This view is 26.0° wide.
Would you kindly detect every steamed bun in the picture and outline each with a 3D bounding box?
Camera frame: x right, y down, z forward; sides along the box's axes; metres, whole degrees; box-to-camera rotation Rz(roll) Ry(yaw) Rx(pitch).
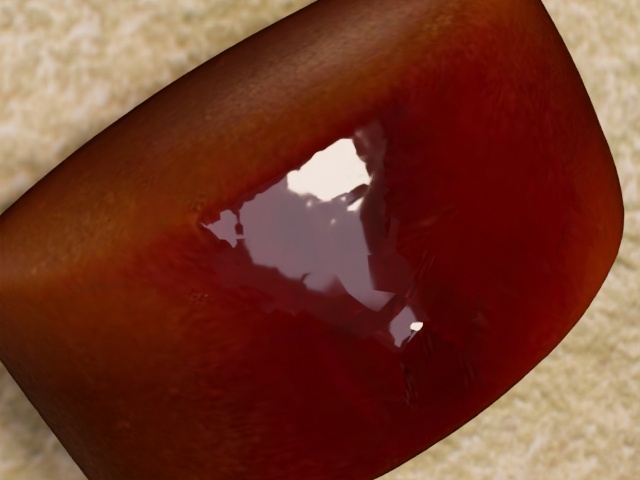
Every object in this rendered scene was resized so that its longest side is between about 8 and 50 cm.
[{"bbox_3d":[0.000,0.000,0.795,0.379,0.248,0.235,-31,110,-9],"label":"steamed bun"}]
